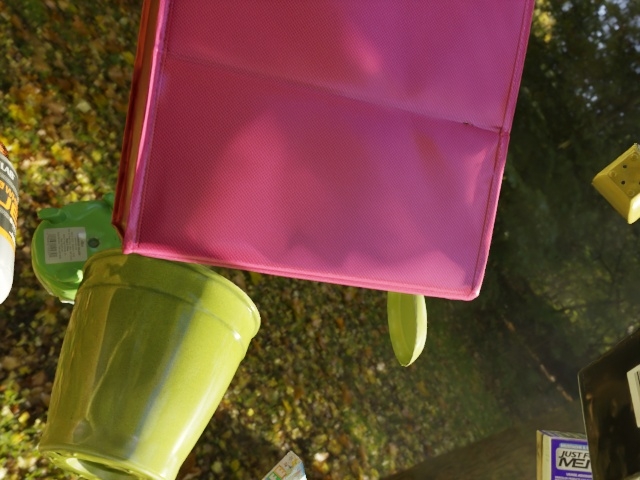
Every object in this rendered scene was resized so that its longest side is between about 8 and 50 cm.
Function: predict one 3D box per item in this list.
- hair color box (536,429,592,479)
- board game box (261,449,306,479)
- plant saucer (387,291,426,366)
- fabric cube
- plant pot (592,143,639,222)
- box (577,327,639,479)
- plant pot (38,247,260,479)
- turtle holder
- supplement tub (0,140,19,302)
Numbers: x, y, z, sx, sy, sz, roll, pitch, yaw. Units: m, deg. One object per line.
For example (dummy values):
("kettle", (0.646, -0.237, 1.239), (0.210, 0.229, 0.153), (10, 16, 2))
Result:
("hair color box", (0.447, 0.521, 1.151), (0.185, 0.110, 0.338), (48, 46, -73))
("board game box", (-0.069, 0.404, 1.025), (0.026, 0.103, 0.154), (37, -27, 25))
("plant saucer", (0.209, 0.180, 1.549), (0.241, 0.037, 0.240), (178, -90, -81))
("fabric cube", (-0.021, -0.105, 0.536), (0.258, 0.258, 0.254), (8, 3, -21))
("plant pot", (0.424, -0.082, 0.876), (0.081, 0.081, 0.083), (54, 20, 20))
("box", (0.526, 0.203, 0.768), (0.294, 0.296, 0.182), (15, 52, -8))
("plant pot", (-0.338, 0.261, 1.204), (0.366, 0.367, 0.352), (43, 47, -35))
("turtle holder", (-0.507, 0.026, 1.519), (0.320, 0.227, 0.243), (-36, 78, -31))
("supplement tub", (-0.378, -0.025, 0.668), (0.117, 0.117, 0.190), (36, 30, -48))
